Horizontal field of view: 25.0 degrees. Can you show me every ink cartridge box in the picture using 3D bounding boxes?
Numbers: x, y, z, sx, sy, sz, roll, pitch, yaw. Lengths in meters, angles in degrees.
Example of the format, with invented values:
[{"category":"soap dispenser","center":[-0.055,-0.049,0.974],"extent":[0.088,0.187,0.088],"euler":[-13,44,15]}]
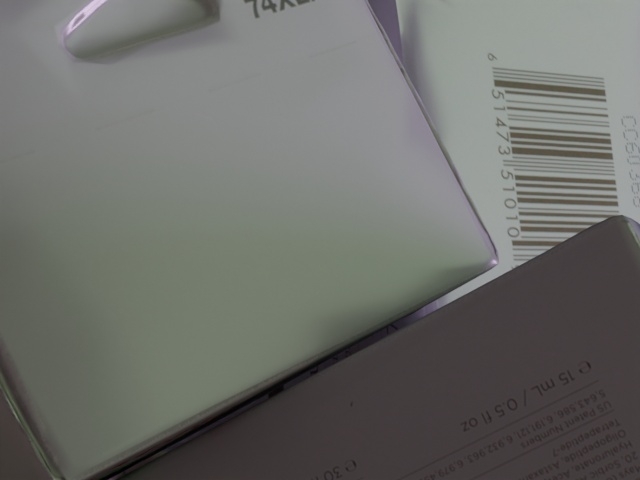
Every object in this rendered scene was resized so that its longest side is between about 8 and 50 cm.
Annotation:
[{"category":"ink cartridge box","center":[-0.113,-0.002,0.566],"extent":[0.198,0.270,0.197],"euler":[-24,84,-36]}]

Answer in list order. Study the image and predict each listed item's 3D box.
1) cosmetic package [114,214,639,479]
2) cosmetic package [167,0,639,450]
[{"category":"cosmetic package","center":[0.008,0.205,0.489],"extent":[0.284,0.377,0.097],"euler":[65,15,13]},{"category":"cosmetic package","center":[0.000,0.000,0.764],"extent":[0.156,0.385,0.217],"euler":[1,78,-32]}]
